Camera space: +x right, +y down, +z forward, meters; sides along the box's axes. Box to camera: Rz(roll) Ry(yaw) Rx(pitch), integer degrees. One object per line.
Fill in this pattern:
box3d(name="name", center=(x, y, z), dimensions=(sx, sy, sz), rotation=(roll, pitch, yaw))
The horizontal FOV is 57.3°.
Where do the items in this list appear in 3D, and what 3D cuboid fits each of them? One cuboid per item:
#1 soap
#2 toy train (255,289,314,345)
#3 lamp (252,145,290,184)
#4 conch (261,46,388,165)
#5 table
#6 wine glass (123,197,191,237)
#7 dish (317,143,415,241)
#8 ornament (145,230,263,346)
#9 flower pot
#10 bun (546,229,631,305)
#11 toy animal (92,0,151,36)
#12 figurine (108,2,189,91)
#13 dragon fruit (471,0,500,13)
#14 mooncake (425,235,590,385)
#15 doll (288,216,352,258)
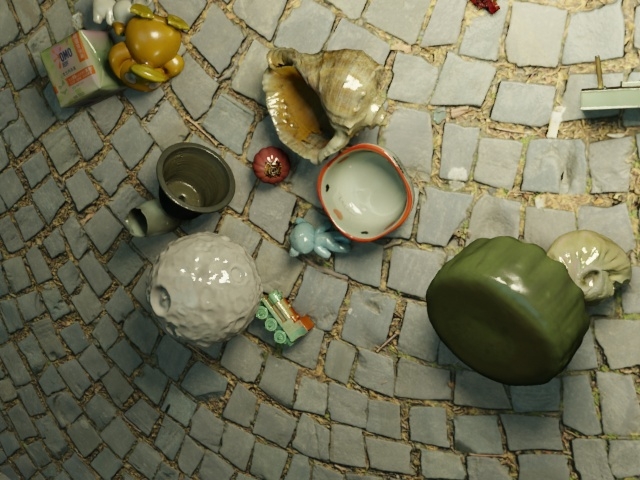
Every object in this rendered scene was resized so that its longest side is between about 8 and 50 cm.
box3d(name="soap", center=(-0.715, -0.517, 1.777), dimensions=(0.199, 0.138, 0.182), rotation=(-14, 98, 28))
box3d(name="toy train", center=(-0.115, 0.230, 1.777), dimensions=(0.118, 0.074, 0.176), rotation=(-38, 83, 19))
box3d(name="lamp", center=(-0.137, -0.209, 1.632), dimensions=(0.107, 0.092, 0.107), rotation=(-5, 119, -8))
box3d(name="conch", center=(0.020, -0.351, 1.466), dimensions=(0.352, 0.210, 0.297), rotation=(43, 121, 32))
box3d(name="table", center=(0.668, -0.332, 1.208), dimensions=(0.240, 0.121, 0.111), rotation=(2, 107, 23))
box3d(name="wine glass", center=(-0.486, -0.073, 1.775), dimensions=(0.111, 0.204, 0.111), rotation=(8, 107, 27))
box3d(name="dish", center=(0.129, -0.131, 1.521), dimensions=(0.256, 0.117, 0.256), rotation=(7, 109, 22))
box3d(name="ornament", center=(-0.343, 0.143, 1.704), dimensions=(0.337, 0.337, 0.337), rotation=(7, 109, 23))
box3d(name="flower pot", center=(-0.383, -0.153, 1.715), dimensions=(0.235, 0.235, 0.148), rotation=(52, 139, 2))
box3d(name="bun", center=(0.615, 0.075, 1.358), dimensions=(0.193, 0.128, 0.178), rotation=(31, 115, 11))
box3d(name="toy animal", center=(-0.562, -0.664, 1.675), dimensions=(0.182, 0.131, 0.127), rotation=(8, 131, 12))
box3d(name="figurine", center=(-0.485, -0.536, 1.659), dimensions=(0.215, 0.215, 0.228), rotation=(18, 98, 19))
box3d(name="dragon fruit", center=(0.379, -0.583, 1.313), dimensions=(0.131, 0.063, 0.097), rotation=(56, 151, 0))
box3d(name="mooncake", center=(0.436, 0.162, 1.372), dimensions=(0.356, 0.194, 0.356), rotation=(31, 144, 26))
box3d(name="doll", center=(-0.001, 0.001, 1.659), dimensions=(0.180, 0.075, 0.120), rotation=(9, 71, 2))
